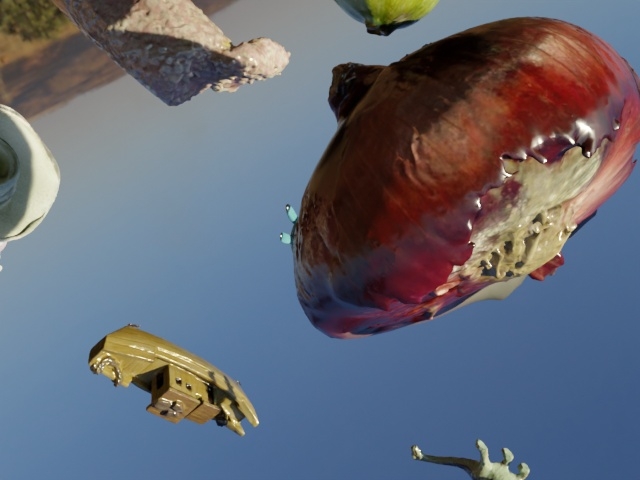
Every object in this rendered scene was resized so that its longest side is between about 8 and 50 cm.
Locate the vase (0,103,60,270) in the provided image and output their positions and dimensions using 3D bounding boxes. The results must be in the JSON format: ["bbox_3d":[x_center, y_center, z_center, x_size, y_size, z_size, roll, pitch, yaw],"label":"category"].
[{"bbox_3d":[-0.518,-0.009,1.099,0.445,0.250,0.250,-30,-169,41],"label":"vase"}]

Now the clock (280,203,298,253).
[{"bbox_3d":[0.000,0.000,1.302,0.045,0.147,0.108,-22,-131,60],"label":"clock"}]

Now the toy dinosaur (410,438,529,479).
[{"bbox_3d":[0.166,0.215,0.750,0.180,0.058,0.037,31,-140,22],"label":"toy dinosaur"}]

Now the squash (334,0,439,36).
[{"bbox_3d":[0.036,-0.228,0.571,0.123,0.187,0.123,-6,167,-1],"label":"squash"}]

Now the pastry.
[{"bbox_3d":[-0.165,-0.208,0.795,0.112,0.265,0.103,-56,176,-7],"label":"pastry"}]

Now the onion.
[{"bbox_3d":[0.083,-0.051,0.586,0.272,0.195,0.272,-30,163,-10],"label":"onion"}]

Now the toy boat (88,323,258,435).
[{"bbox_3d":[-0.151,0.156,0.905,0.064,0.206,0.072,-41,-146,24],"label":"toy boat"}]
